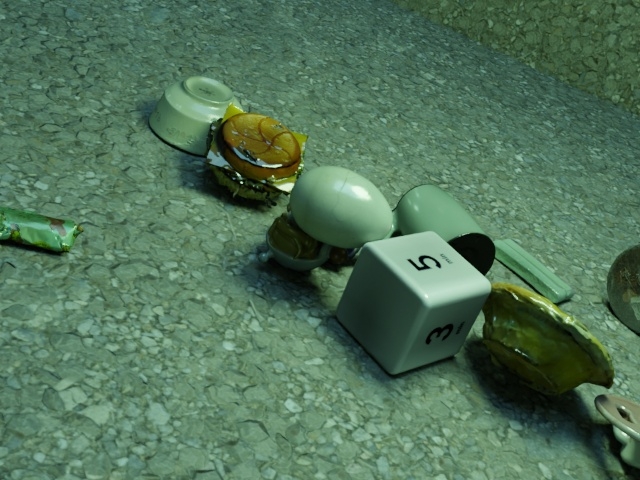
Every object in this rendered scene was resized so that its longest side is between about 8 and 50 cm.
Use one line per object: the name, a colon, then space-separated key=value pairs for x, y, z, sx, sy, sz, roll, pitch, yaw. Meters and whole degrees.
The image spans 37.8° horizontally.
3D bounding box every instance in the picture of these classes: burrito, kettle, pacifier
burrito: x=-0.583 y=-0.022 z=1.705 sx=0.287 sy=0.054 sz=0.104 roll=14 pitch=34 yaw=-15
kettle: x=0.242 y=-0.009 z=2.098 sx=0.221 sy=0.161 sz=0.236 roll=-21 pitch=42 yaw=-7
pacifier: x=0.676 y=0.351 z=1.738 sx=0.332 sy=0.273 sz=0.220 roll=23 pitch=48 yaw=4

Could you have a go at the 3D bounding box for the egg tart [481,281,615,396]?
egg tart: x=0.420 y=0.208 z=1.811 sx=0.315 sy=0.315 sz=0.120 roll=33 pitch=76 yaw=19

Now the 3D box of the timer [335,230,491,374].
timer: x=0.178 y=0.116 z=1.809 sx=0.195 sy=0.192 sz=0.194 roll=-9 pitch=43 yaw=-40

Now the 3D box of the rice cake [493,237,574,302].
rice cake: x=0.502 y=0.069 z=2.225 sx=0.080 sy=0.042 sz=0.221 roll=-15 pitch=46 yaw=-42

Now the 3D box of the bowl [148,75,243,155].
bowl: x=-0.285 y=-0.313 z=2.260 sx=0.237 sy=0.126 sz=0.238 roll=17 pitch=32 yaw=-11

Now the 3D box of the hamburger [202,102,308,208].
hamburger: x=-0.151 y=-0.182 z=2.114 sx=0.243 sy=0.139 sz=0.262 roll=23 pitch=42 yaw=-5

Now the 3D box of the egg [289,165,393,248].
egg: x=0.041 y=-0.062 z=1.811 sx=0.209 sy=0.151 sz=0.151 roll=20 pitch=31 yaw=7

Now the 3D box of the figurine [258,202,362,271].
figurine: x=-0.003 y=-0.006 z=1.968 sx=0.193 sy=0.133 sz=0.274 roll=36 pitch=24 yaw=18

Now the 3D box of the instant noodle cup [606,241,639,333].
instant noodle cup: x=0.824 y=0.107 z=2.212 sx=0.207 sy=0.218 sz=0.217 roll=-3 pitch=38 yaw=-45
